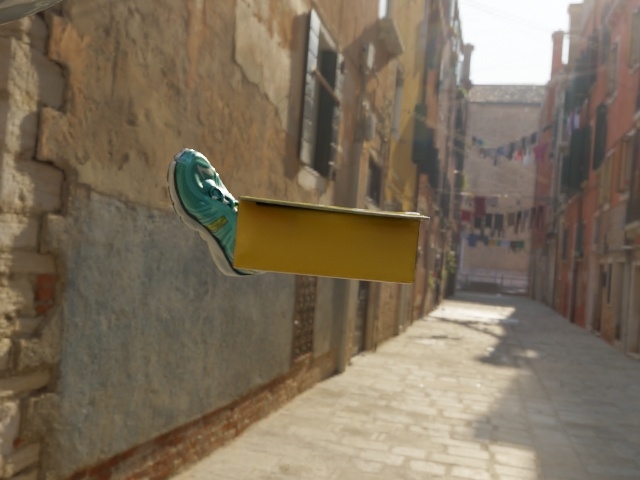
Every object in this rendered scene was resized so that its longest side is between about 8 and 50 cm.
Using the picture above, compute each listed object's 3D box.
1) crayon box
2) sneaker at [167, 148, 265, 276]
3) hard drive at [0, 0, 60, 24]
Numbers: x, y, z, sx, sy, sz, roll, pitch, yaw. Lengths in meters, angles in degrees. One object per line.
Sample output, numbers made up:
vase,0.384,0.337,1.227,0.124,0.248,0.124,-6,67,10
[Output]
crayon box,0.000,0.000,0.828,0.202,0.081,0.318,6,-1,-3
sneaker,-0.157,-0.046,1.152,0.109,0.107,0.275,1,-42,36
hard drive,-0.346,-0.263,0.589,0.254,0.172,0.054,3,34,34
